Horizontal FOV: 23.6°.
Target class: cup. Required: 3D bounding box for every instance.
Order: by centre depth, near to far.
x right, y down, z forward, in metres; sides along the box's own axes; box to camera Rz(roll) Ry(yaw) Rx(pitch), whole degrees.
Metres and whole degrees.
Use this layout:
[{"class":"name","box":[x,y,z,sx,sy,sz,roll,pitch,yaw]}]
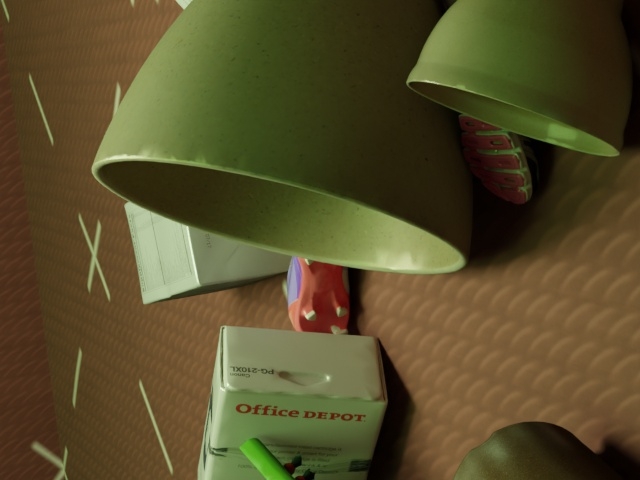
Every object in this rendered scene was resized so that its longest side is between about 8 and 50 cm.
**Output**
[{"class":"cup","box":[-0.009,-0.127,1.335,0.331,0.331,0.237,166,119,-68]}]

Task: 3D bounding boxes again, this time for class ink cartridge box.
[{"class":"ink cartridge box","box":[-0.036,0.210,1.635,0.100,0.172,0.237,-95,12,-48]}]

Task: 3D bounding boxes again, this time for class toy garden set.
[{"class":"toy garden set","box":[0.042,0.309,1.538,0.244,0.049,0.204,52,172,-34]}]

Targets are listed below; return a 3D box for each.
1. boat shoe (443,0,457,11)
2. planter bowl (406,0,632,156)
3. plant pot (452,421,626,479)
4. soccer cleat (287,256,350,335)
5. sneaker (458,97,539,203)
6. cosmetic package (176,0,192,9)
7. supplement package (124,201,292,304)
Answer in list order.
[{"class":"boat shoe","box":[0.124,-0.187,1.300,0.035,0.035,0.100,60,-172,-72]},{"class":"planter bowl","box":[0.155,-0.138,1.104,0.162,0.162,0.109,17,88,65]},{"class":"plant pot","box":[0.185,0.229,1.169,0.165,0.167,0.167,-126,33,-63]},{"class":"soccer cleat","box":[0.000,0.000,1.614,0.095,0.083,0.248,-119,26,-48]},{"class":"sneaker","box":[0.149,-0.110,1.235,0.063,0.075,0.170,10,132,49]},{"class":"cosmetic package","box":[-0.042,-0.381,1.460,0.217,0.156,0.385,-127,36,-49]},{"class":"supplement package","box":[-0.134,-0.009,1.855,0.244,0.134,0.139,162,98,-67]}]
